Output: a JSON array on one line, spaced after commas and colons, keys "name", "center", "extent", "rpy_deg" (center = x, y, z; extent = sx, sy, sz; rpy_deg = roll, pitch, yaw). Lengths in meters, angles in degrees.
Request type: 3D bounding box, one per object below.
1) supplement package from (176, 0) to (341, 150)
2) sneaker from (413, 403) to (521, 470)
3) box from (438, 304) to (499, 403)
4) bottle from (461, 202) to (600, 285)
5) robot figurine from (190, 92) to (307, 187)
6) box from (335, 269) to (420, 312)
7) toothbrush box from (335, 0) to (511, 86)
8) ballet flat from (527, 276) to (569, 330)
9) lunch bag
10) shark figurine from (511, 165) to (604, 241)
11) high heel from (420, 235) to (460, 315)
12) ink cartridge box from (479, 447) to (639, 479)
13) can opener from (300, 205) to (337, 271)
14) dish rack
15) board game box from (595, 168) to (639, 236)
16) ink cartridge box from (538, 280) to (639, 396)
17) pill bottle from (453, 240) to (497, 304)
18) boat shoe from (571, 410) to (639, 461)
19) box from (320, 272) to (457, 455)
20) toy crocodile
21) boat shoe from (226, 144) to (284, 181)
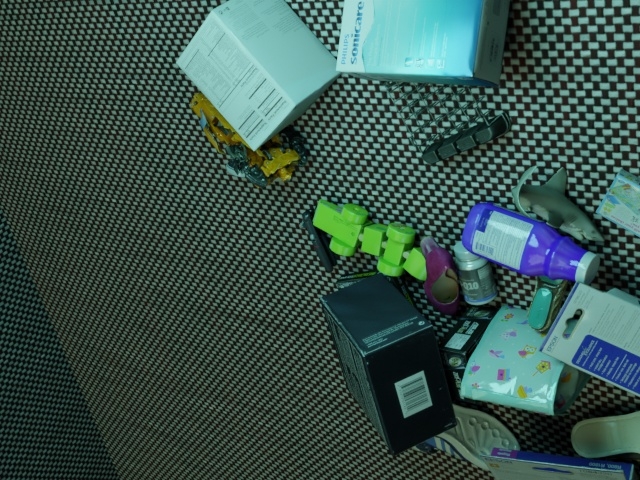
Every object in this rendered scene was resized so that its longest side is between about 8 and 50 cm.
[{"name": "supplement package", "center": [-0.133, -0.383, 1.959], "extent": [0.263, 0.199, 0.198], "rpy_deg": [48, 139, -2]}, {"name": "sneaker", "center": [0.345, 0.511, 2.334], "extent": [0.322, 0.130, 0.236], "rpy_deg": [27, 157, -1]}, {"name": "box", "center": [0.355, 0.261, 2.064], "extent": [0.077, 0.180, 0.148], "rpy_deg": [6, 124, 37]}, {"name": "bottle", "center": [0.433, 0.012, 1.843], "extent": [0.282, 0.092, 0.118], "rpy_deg": [23, 105, 35]}, {"name": "robot figurine", "center": [-0.164, -0.246, 2.100], "extent": [0.291, 0.211, 0.085], "rpy_deg": [52, 144, 8]}, {"name": "box", "center": [0.152, 0.163, 2.261], "extent": [0.190, 0.045, 0.184], "rpy_deg": [-11, 115, 43]}, {"name": "toothbrush box", "center": [0.191, -0.407, 1.666], "extent": [0.295, 0.126, 0.217], "rpy_deg": [9, 94, 33]}, {"name": "ballet flat", "center": [0.494, 0.093, 1.898], "extent": [0.073, 0.067, 0.206], "rpy_deg": [27, 106, 32]}, {"name": "lunch bag", "center": [0.451, 0.279, 1.940], "extent": [0.223, 0.262, 0.160], "rpy_deg": [8, 125, 34]}, {"name": "shark figurine", "center": [0.445, -0.097, 1.760], "extent": [0.116, 0.278, 0.166], "rpy_deg": [-60, 39, 10]}, {"name": "high heel", "center": [0.285, 0.107, 2.005], "extent": [0.117, 0.082, 0.244], "rpy_deg": [-116, 8, -51]}, {"name": "ink cartridge box", "center": [0.570, 0.554, 2.075], "extent": [0.324, 0.072, 0.330], "rpy_deg": [0, 144, 28]}, {"name": "can opener", "center": [0.000, 0.000, 2.248], "extent": [0.073, 0.059, 0.186], "rpy_deg": [5, 123, 36]}, {"name": "dish rack", "center": [0.239, -0.296, 1.821], "extent": [0.208, 0.074, 0.272], "rpy_deg": [-20, 105, 44]}, {"name": "board game box", "center": [0.623, -0.058, 1.717], "extent": [0.154, 0.026, 0.103], "rpy_deg": [32, 136, 16]}, {"name": "ink cartridge box", "center": [0.643, 0.218, 1.780], "extent": [0.370, 0.069, 0.176], "rpy_deg": [23, 113, 2]}, {"name": "pill bottle", "center": [0.347, 0.069, 2.002], "extent": [0.078, 0.078, 0.137], "rpy_deg": [1, 121, 39]}, {"name": "boat shoe", "center": [0.720, 0.432, 1.961], "extent": [0.324, 0.096, 0.117], "rpy_deg": [-16, 70, 41]}, {"name": "box", "center": [0.157, 0.280, 2.090], "extent": [0.294, 0.182, 0.296], "rpy_deg": [-133, 23, -60]}, {"name": "toy crocodile", "center": [0.129, -0.006, 2.114], "extent": [0.340, 0.105, 0.115], "rpy_deg": [24, 113, 26]}, {"name": "boat shoe", "center": [-0.159, -0.204, 2.225], "extent": [0.183, 0.065, 0.083], "rpy_deg": [9, 124, 27]}]
